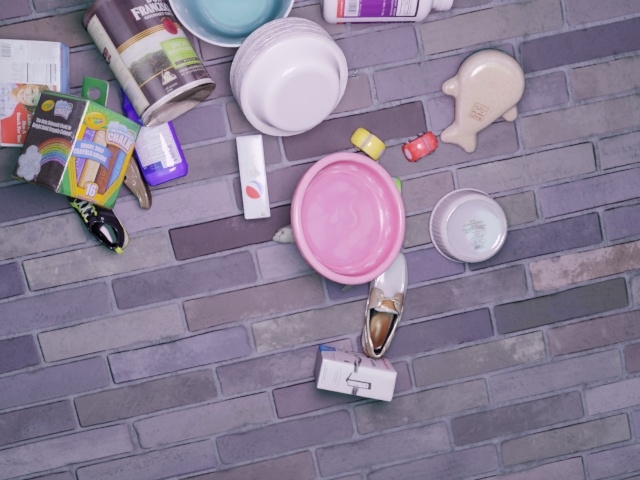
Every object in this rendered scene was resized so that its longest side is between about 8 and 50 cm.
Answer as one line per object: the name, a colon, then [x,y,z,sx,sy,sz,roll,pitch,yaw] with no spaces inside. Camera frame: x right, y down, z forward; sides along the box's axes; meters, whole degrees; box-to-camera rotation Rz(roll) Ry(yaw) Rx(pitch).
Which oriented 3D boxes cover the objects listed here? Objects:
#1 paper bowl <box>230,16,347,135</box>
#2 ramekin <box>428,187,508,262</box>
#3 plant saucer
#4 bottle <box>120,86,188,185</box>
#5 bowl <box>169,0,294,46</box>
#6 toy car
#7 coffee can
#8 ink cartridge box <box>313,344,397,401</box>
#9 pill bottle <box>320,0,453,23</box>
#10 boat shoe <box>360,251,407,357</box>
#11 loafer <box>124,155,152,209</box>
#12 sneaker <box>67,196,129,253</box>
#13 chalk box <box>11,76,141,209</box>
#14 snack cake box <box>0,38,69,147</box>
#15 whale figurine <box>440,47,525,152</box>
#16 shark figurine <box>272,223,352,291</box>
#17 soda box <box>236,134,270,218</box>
paper bowl: [-0.067,-0.382,1.615,0.284,0.148,0.284,-16,139,-15]
ramekin: [0.403,-0.036,1.781,0.207,0.109,0.207,-1,97,-4]
plant saucer: [0.062,-0.054,1.681,0.332,0.084,0.332,3,85,-31]
bottle: [-0.438,-0.286,1.704,0.118,0.092,0.283,-21,98,-6]
bowl: [-0.216,-0.625,1.638,0.311,0.163,0.312,-1,98,-4]
toy car: [0.195,-0.187,1.776,0.239,0.053,0.225,3,97,-4]
coffee can: [-0.405,-0.440,1.579,0.201,0.201,0.275,-31,93,1]
ink cartridge box: [0.091,0.357,1.793,0.203,0.148,0.086,11,95,-6]
pill bottle: [0.162,-0.636,1.651,0.322,0.181,0.182,-2,98,-4]
boat shoe: [0.180,0.172,1.797,0.113,0.103,0.302,7,97,-5]
loafer: [-0.485,-0.147,1.741,0.050,0.056,0.148,-19,88,0]
sneaker: [-0.580,-0.067,1.722,0.084,0.097,0.235,-39,98,2]
chalk box: [-0.574,-0.247,1.600,0.180,0.179,0.289,18,87,30]
snack cake box: [-0.722,-0.367,1.679,0.152,0.089,0.264,2,98,-6]
whale figurine: [0.416,-0.372,1.744,0.216,0.141,0.272,20,120,-6]
shark figurine: [0.027,0.001,1.773,0.278,0.116,0.166,32,128,1]
soda box: [-0.176,-0.167,1.745,0.069,0.074,0.216,-6,98,-3]
